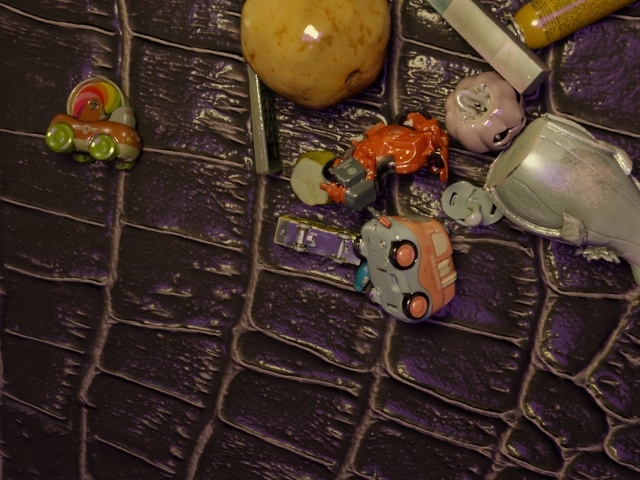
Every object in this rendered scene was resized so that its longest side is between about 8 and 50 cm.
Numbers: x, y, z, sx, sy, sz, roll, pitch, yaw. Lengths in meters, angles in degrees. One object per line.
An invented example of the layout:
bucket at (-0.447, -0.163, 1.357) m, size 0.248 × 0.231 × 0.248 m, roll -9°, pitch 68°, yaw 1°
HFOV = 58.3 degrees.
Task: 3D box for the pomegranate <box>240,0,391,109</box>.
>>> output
pomegranate at (-0.007, -0.463, 1.242) m, size 0.343 × 0.342 × 0.342 m, roll 2°, pitch 102°, yaw 9°

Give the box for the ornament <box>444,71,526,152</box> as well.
ornament at (0.360, -0.285, 1.271) m, size 0.178 × 0.177 × 0.177 m, roll 2°, pitch 102°, yaw 9°

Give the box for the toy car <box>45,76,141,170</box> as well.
toy car at (-0.562, -0.304, 1.465) m, size 0.235 × 0.145 × 0.235 m, roll 0°, pitch 86°, yaw 5°

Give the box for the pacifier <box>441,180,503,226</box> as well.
pacifier at (0.358, -0.069, 1.356) m, size 0.151 × 0.116 × 0.126 m, roll 18°, pitch 130°, yaw 2°

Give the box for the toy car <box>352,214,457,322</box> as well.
toy car at (0.221, 0.052, 1.365) m, size 0.213 × 0.181 × 0.270 m, roll -23°, pitch 106°, yaw -24°

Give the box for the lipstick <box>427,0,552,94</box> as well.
lipstick at (0.357, -0.446, 1.234) m, size 0.317 × 0.066 × 0.068 m, roll 53°, pitch 128°, yaw 18°

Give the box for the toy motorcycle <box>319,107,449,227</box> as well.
toy motorcycle at (0.164, -0.175, 1.294) m, size 0.326 × 0.147 × 0.221 m, roll -36°, pitch 55°, yaw -13°

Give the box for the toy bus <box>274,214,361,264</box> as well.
toy bus at (0.000, 0.000, 1.451) m, size 0.226 × 0.074 × 0.081 m, roll 14°, pitch 103°, yaw 7°

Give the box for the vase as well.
vase at (0.598, -0.075, 1.248) m, size 0.446 × 0.250 × 0.250 m, roll 32°, pitch 105°, yaw -4°

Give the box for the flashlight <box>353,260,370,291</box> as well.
flashlight at (0.121, 0.071, 1.462) m, size 0.051 × 0.051 × 0.129 m, roll 25°, pitch 111°, yaw 4°

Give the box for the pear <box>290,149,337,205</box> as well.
pear at (0.005, -0.155, 1.402) m, size 0.141 × 0.104 × 0.141 m, roll 14°, pitch 116°, yaw 31°

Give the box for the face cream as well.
face cream at (0.549, -0.505, 1.233) m, size 0.349 × 0.105 × 0.105 m, roll -26°, pitch 96°, yaw 13°

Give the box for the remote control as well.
remote control at (-0.133, -0.302, 1.387) m, size 0.038 × 0.123 × 0.285 m, roll -1°, pitch 100°, yaw 11°
